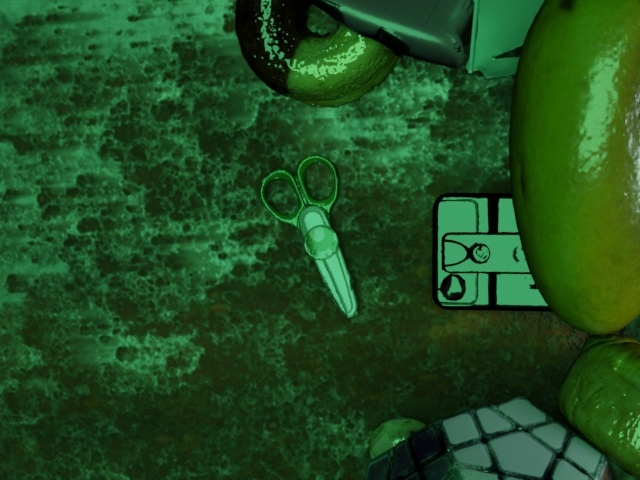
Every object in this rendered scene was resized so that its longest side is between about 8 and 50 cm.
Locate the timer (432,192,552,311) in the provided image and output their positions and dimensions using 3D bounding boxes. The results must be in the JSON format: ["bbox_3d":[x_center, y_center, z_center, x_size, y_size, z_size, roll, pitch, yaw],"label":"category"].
[{"bbox_3d":[0.228,0.014,1.930,0.187,0.055,0.144,0,91,9],"label":"timer"}]

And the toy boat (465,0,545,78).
[{"bbox_3d":[0.201,-0.338,1.876,0.210,0.070,0.291,30,73,-2],"label":"toy boat"}]

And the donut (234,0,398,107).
[{"bbox_3d":[-0.014,-0.240,1.946,0.217,0.085,0.141,19,94,6],"label":"donut"}]

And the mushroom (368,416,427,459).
[{"bbox_3d":[0.101,0.249,1.952,0.083,0.067,0.083,1,127,1],"label":"mushroom"}]

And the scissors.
[{"bbox_3d":[0.000,0.000,1.979,0.101,0.027,0.204,-22,86,10],"label":"scissors"}]

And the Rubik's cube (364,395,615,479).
[{"bbox_3d":[0.193,0.333,1.800,0.319,0.319,0.264,42,70,6],"label":"Rubik's cube"}]

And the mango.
[{"bbox_3d":[0.334,-0.113,1.800,0.220,0.301,0.445,17,103,36],"label":"mango"}]

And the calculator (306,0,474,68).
[{"bbox_3d":[0.067,-0.330,1.907,0.294,0.043,0.194,27,63,5],"label":"calculator"}]

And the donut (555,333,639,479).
[{"bbox_3d":[0.391,0.217,1.821,0.261,0.208,0.128,38,92,-4],"label":"donut"}]
